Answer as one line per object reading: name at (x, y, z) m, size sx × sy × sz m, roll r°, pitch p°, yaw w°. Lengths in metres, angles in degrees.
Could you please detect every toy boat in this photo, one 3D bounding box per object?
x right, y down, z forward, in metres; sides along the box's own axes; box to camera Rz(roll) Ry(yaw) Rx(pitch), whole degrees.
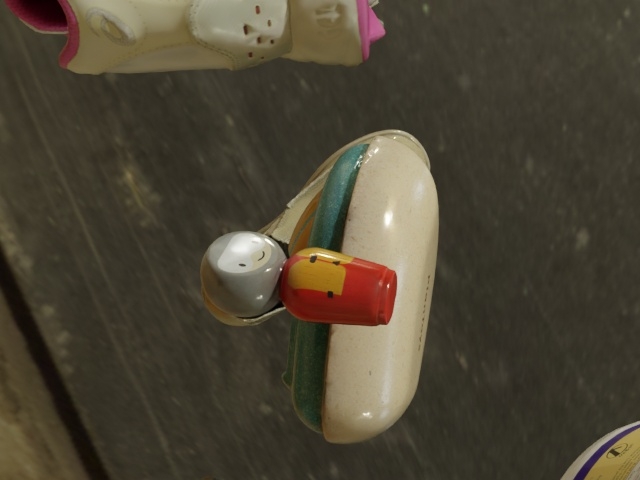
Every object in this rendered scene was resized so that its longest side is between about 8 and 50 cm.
toy boat at (0.007, 0.036, 1.395) m, size 0.148 × 0.318 × 0.267 m, roll 8°, pitch 88°, yaw 12°

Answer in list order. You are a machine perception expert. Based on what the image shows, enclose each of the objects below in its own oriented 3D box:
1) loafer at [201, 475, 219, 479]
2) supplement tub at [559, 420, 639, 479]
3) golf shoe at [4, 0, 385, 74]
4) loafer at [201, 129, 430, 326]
loafer at (-0.050, 0.160, 0.805) m, size 0.078 × 0.223 × 0.076 m, roll 20°, pitch 94°, yaw -1°
supplement tub at (0.323, 0.233, 1.127) m, size 0.241 × 0.331 × 0.241 m, roll 4°, pitch 81°, yaw -27°
golf shoe at (-0.080, -0.151, 0.723) m, size 0.140 × 0.306 × 0.115 m, roll -16°, pitch 117°, yaw -13°
loafer at (0.000, 0.000, 1.640) m, size 0.268 × 0.092 × 0.102 m, roll -41°, pitch 106°, yaw 8°
